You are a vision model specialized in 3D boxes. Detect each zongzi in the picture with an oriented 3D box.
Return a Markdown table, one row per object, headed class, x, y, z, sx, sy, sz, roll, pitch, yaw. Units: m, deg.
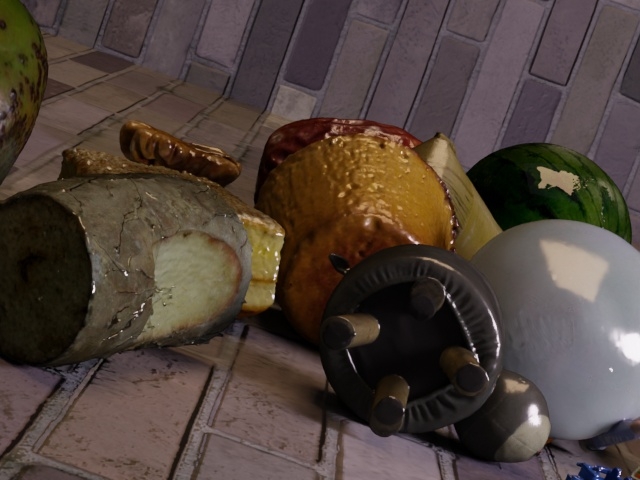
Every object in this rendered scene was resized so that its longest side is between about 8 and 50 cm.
| class | x | y | z | sx | sy | sz | roll | pitch | yaw |
| --- | --- | --- | --- | --- | --- | --- | --- | --- | --- |
| zongzi | 0.066 | 0.045 | 1.906 | 0.274 | 0.300 | 0.145 | 53 | 25 | -35 |

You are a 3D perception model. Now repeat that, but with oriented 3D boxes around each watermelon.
| class | x | y | z | sx | sy | sz | roll | pitch | yaw |
| --- | --- | --- | --- | --- | --- | --- | --- | --- | --- |
| watermelon | 0.273 | -0.009 | 2.187 | 0.242 | 0.242 | 0.242 | 19 | 9 | -3 |

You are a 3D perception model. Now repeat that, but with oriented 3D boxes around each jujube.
| class | x | y | z | sx | sy | sz | roll | pitch | yaw |
| --- | --- | --- | --- | --- | --- | --- | --- | --- | --- |
| jujube | 0.041 | -0.063 | 2.173 | 0.243 | 0.183 | 0.183 | 15 | 8 | 6 |

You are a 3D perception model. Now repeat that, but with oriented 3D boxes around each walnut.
| class | x | y | z | sx | sy | sz | roll | pitch | yaw |
| --- | --- | --- | --- | --- | --- | --- | --- | --- | --- |
| walnut | -0.192 | -0.108 | 2.309 | 0.170 | 0.069 | 0.143 | 21 | 8 | 1 |

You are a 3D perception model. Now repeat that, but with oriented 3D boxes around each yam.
| class | x | y | z | sx | sy | sz | roll | pitch | yaw |
| --- | --- | --- | --- | --- | --- | --- | --- | --- | --- |
| yam | -0.167 | 0.019 | 1.352 | 0.154 | 0.154 | 0.254 | 24 | 13 | 23 |

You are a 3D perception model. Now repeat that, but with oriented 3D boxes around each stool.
| class | x | y | z | sx | sy | sz | roll | pitch | yaw |
| --- | --- | --- | --- | --- | --- | --- | --- | --- | --- |
| stool | 0.098 | 0.093 | 1.438 | 0.228 | 0.153 | 0.139 | 20 | 9 | 3 |

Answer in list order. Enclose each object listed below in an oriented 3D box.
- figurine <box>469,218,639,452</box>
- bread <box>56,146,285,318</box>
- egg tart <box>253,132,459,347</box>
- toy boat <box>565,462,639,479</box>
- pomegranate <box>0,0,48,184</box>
| class | x | y | z | sx | sy | sz | roll | pitch | yaw |
| --- | --- | --- | --- | --- | --- | --- | --- | --- | --- |
| figurine | 0.246 | 0.079 | 1.703 | 0.224 | 0.205 | 0.382 | 34 | 10 | 8 |
| bread | -0.154 | -0.006 | 1.659 | 0.184 | 0.110 | 0.234 | 13 | 9 | -21 |
| egg tart | 0.034 | 0.016 | 1.689 | 0.215 | 0.215 | 0.171 | 18 | 24 | -10 |
| toy boat | 0.285 | 0.197 | 1.362 | 0.175 | 0.110 | 0.091 | 19 | 9 | -19 |
| pomegranate | -0.410 | -0.132 | 1.515 | 0.285 | 0.285 | 0.341 | 13 | -19 | -39 |
